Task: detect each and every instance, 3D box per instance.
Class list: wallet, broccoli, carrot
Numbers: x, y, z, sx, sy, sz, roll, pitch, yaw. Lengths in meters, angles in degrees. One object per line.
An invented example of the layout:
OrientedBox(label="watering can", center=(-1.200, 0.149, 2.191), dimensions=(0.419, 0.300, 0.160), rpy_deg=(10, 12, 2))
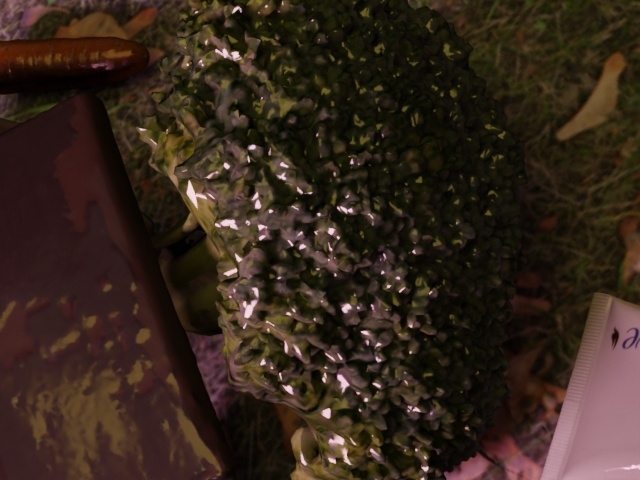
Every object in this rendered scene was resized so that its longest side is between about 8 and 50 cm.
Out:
OrientedBox(label="wallet", center=(-0.173, 0.060, 1.182), dimensions=(0.165, 0.042, 0.309), rpy_deg=(-28, 66, 10))
OrientedBox(label="broccoli", center=(0.020, -0.009, 1.175), dimensions=(0.249, 0.302, 0.375), rpy_deg=(-23, 89, -10))
OrientedBox(label="carrot", center=(-0.199, -0.141, 1.411), dimensions=(0.139, 0.048, 0.048), rpy_deg=(0, 70, 20))

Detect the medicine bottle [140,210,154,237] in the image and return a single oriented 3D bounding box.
OrientedBox(label="medicine bottle", center=(-0.203, 0.176, 1.249), dimensions=(0.108, 0.108, 0.426), rpy_deg=(1, 70, 24))

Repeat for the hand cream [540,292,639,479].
OrientedBox(label="hand cream", center=(0.262, 0.106, 1.099), dimensions=(0.248, 0.083, 0.133), rpy_deg=(6, 70, 35))

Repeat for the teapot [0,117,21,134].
OrientedBox(label="teapot", center=(-0.260, -0.023, 1.343), dimensions=(0.148, 0.116, 0.146), rpy_deg=(-169, 94, -69))
